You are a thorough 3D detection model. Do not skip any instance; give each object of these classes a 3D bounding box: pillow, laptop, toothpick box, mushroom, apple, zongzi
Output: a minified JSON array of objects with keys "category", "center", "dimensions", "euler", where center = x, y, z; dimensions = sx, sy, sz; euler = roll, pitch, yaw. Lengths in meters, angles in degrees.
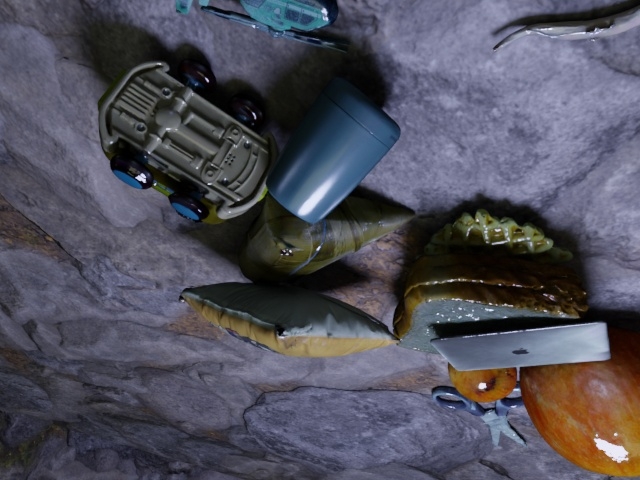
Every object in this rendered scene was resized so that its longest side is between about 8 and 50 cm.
[{"category":"pillow","center":[-0.059,0.148,0.849],"dimensions":[0.310,0.119,0.312],"euler":[5,174,43]},{"category":"laptop","center":[0.346,0.188,0.776],"dimensions":[0.269,0.015,0.187],"euler":[-13,145,27]},{"category":"toothpick box","center":[0.011,-0.116,0.617],"dimensions":[0.120,0.120,0.184],"euler":[34,106,-20]},{"category":"mushroom","center":[0.347,-0.267,0.477],"dimensions":[0.306,0.043,0.068],"euler":[-23,108,35]},{"category":"apple","center":[0.351,0.280,0.969],"dimensions":[0.146,0.146,0.146],"euler":[8,137,7]},{"category":"zongzi","center":[0.000,0.000,0.815],"dimensions":[0.274,0.125,0.251],"euler":[-5,164,-27]},{"category":"apple","center":[0.551,0.318,0.864],"dimensions":[0.301,0.301,0.301],"euler":[8,137,7]}]

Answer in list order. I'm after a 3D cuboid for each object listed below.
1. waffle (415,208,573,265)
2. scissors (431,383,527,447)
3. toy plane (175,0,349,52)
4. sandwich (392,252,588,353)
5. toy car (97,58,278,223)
[{"category":"waffle","center":[0.295,0.029,0.786],"dimensions":[0.207,0.054,0.214],"euler":[22,144,-12]},{"category":"scissors","center":[0.485,0.504,1.254],"dimensions":[0.256,0.029,0.383],"euler":[-13,132,27]},{"category":"toy plane","center":[-0.070,-0.298,0.547],"dimensions":[0.235,0.060,0.096],"euler":[14,151,-5]},{"category":"sandwich","center":[0.277,0.134,0.809],"dimensions":[0.271,0.099,0.301],"euler":[3,150,3]},{"category":"toy car","center":[-0.206,-0.130,0.691],"dimensions":[0.248,0.204,0.198],"euler":[31,158,-16]}]
